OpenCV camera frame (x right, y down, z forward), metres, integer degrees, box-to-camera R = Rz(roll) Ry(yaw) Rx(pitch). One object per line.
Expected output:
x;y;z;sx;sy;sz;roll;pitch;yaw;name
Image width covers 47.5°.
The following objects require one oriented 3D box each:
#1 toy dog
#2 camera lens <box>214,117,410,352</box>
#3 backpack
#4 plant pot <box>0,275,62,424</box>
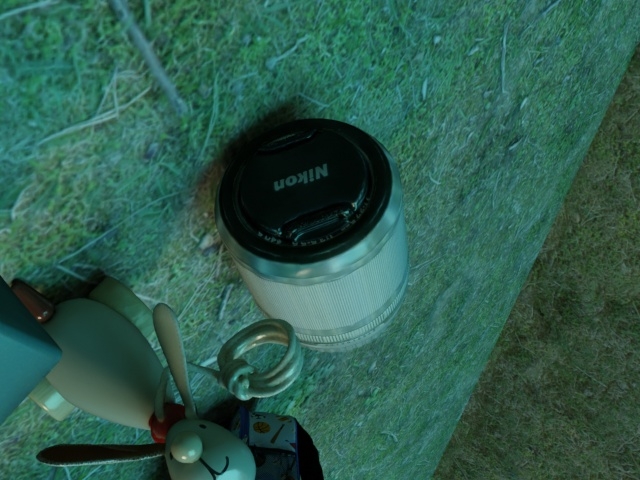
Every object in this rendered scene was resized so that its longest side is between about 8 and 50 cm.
-0.202;0.125;0.714;0.161;0.333;0.220;57;46;-44;toy dog
0.000;0.000;0.921;0.219;0.219;0.274;-44;151;-16;camera lens
-0.123;0.417;1.210;0.263;0.213;0.276;-83;-164;-59;backpack
-0.352;0.059;0.521;0.165;0.165;0.234;-48;146;-8;plant pot
